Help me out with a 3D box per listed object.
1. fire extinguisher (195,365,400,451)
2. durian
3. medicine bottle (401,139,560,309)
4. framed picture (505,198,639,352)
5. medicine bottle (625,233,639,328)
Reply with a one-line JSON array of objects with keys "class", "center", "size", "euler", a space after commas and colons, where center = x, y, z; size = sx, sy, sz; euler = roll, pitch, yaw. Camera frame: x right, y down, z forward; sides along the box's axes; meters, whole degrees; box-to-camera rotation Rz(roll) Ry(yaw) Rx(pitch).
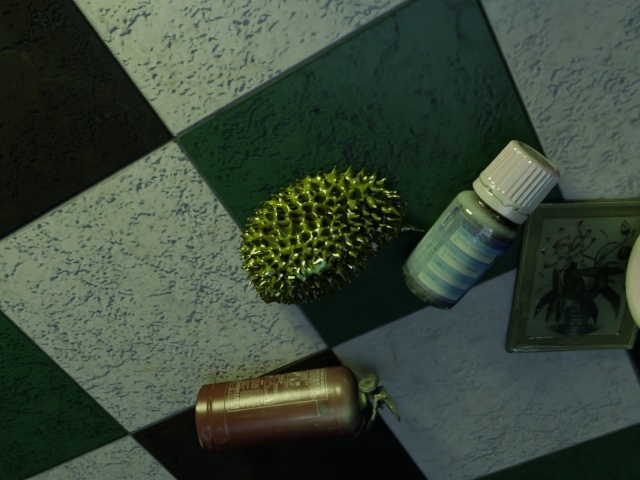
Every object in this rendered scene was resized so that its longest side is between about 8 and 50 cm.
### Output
[{"class": "fire extinguisher", "center": [-0.028, 0.230, 0.831], "size": [0.269, 0.105, 0.104], "euler": [-8, 120, 6]}, {"class": "durian", "center": [-0.001, 0.001, 0.702], "size": [0.221, 0.095, 0.137], "euler": [-29, 117, 10]}, {"class": "medicine bottle", "center": [0.178, -0.016, 0.692], "size": [0.083, 0.083, 0.203], "euler": [26, 118, -14]}, {"class": "framed picture", "center": [0.332, 0.051, 0.771], "size": [0.173, 0.010, 0.231], "euler": [-3, 121, 2]}, {"class": "medicine bottle", "center": [0.516, 0.057, 0.676], "size": [0.293, 0.170, 0.170], "euler": [10, 121, -9]}]
